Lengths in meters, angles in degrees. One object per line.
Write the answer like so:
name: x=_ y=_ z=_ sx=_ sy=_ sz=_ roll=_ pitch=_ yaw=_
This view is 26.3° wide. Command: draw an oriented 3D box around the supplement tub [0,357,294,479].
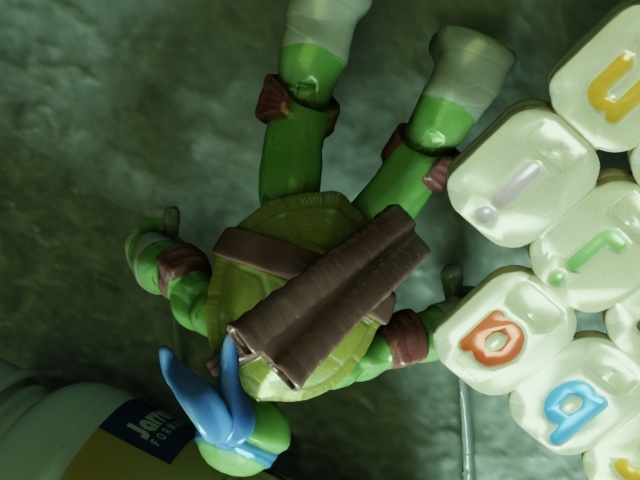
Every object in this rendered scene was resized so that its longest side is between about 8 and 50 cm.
supplement tub: x=-0.104 y=0.222 z=0.806 sx=0.316 sy=0.228 sz=0.228 roll=27 pitch=109 yaw=6

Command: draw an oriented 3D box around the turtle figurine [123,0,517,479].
turtle figurine: x=0.000 y=0.000 z=0.792 sx=0.198 sy=0.274 sz=0.266 roll=21 pitch=88 yaw=32

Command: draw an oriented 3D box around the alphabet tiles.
alphabet tiles: x=0.208 y=0.011 z=0.699 sx=0.284 sy=0.021 sz=0.278 roll=39 pitch=111 yaw=-16
